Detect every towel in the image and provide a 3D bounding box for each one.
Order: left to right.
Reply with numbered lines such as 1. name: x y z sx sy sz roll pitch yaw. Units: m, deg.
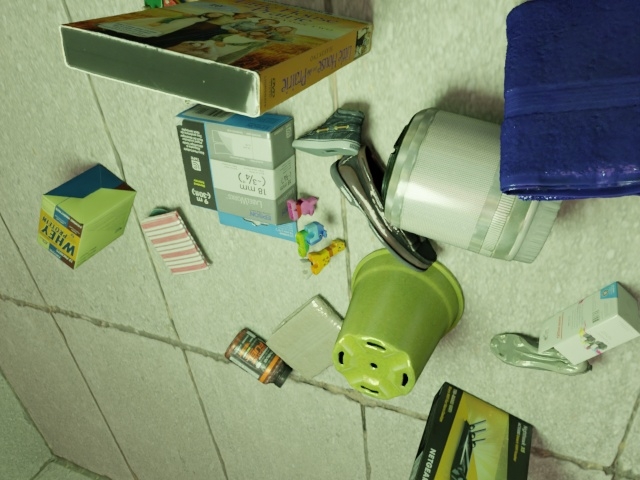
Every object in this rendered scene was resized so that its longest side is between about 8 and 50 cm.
1. towel: -0.404 0.010 1.397 0.144 0.029 0.197 -9 120 32
2. towel: -0.021 0.278 1.393 0.187 0.049 0.282 42 130 -6
3. towel: 0.378 -0.206 0.706 0.228 0.308 0.076 1 165 22

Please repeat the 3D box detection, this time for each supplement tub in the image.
1. supplement tub: -0.182 0.360 1.498 0.198 0.106 0.106 33 131 3

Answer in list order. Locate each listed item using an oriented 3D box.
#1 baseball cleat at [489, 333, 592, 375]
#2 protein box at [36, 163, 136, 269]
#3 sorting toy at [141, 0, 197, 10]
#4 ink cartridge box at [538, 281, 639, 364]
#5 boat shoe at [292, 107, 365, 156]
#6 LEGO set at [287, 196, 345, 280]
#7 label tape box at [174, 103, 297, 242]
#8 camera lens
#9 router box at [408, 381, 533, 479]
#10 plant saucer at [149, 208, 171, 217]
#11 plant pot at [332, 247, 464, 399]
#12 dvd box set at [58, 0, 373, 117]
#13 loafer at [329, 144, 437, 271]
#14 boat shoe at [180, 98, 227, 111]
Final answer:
1. baseball cleat: 0.481 0.260 1.093 0.206 0.072 0.109 10 164 48
2. protein box: -0.653 -0.067 1.388 0.136 0.200 0.201 38 132 0
3. sorting toy: -0.314 -0.466 1.029 0.132 0.046 0.274 20 129 15
4. ink cartridge box: 0.527 0.173 0.984 0.062 0.104 0.181 41 132 -2
5. boat shoe: 0.018 -0.220 1.018 0.183 0.065 0.083 11 86 46
6. LEGO set: 0.000 0.000 1.171 0.087 0.093 0.227 38 146 44
7. label tape box: -0.184 -0.130 1.155 0.241 0.106 0.333 14 127 20
8. camera lens: 0.259 -0.097 0.863 0.275 0.219 0.219 19 129 16
9. router box: 0.360 0.524 1.185 0.243 0.309 0.081 25 131 10
10. plant saucer: -0.429 -0.042 1.404 0.119 0.021 0.119 14 127 19
11. plant pot: 0.153 0.197 1.103 0.276 0.254 0.276 15 128 20
12. dvd box set: -0.126 -0.314 0.785 0.308 0.420 0.062 19 126 17
13. loafer: 0.147 -0.064 1.027 0.302 0.109 0.095 48 127 -5
14. boat shoe: -0.187 -0.318 1.038 0.277 0.098 0.096 10 132 28
